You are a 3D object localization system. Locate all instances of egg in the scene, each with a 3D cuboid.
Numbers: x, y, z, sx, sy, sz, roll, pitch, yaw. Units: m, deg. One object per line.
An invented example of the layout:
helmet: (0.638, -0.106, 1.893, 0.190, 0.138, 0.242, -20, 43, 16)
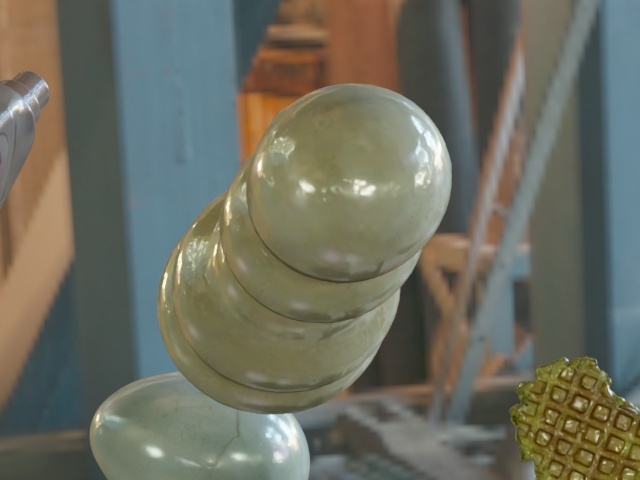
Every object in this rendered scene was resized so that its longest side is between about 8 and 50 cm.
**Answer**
egg: (-0.113, 0.197, 1.820, 0.209, 0.151, 0.151, 16, 8, -6)

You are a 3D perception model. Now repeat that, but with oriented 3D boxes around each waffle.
waffle: (0.143, 0.102, 1.050, 0.078, 0.085, 0.016, -37, -11, 10)

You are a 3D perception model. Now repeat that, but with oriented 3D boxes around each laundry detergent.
laundry detergent: (-0.332, -0.049, 1.800, 0.076, 0.171, 0.237, 23, 44, 15)

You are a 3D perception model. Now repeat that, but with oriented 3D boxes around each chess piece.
chess piece: (0.000, 0.000, 1.248, 0.167, 0.167, 0.300, -6, -17, -17)
